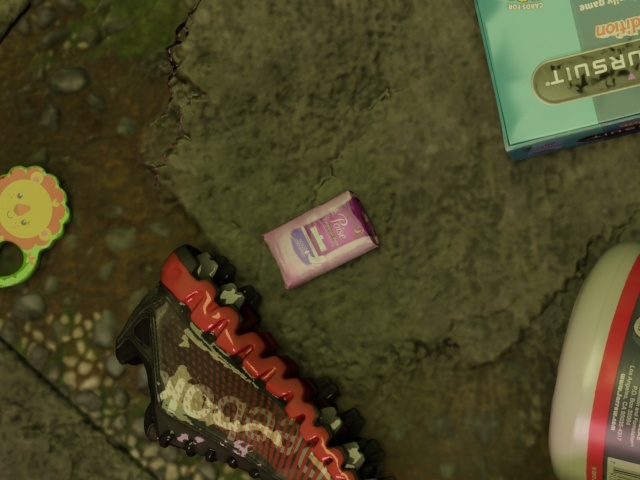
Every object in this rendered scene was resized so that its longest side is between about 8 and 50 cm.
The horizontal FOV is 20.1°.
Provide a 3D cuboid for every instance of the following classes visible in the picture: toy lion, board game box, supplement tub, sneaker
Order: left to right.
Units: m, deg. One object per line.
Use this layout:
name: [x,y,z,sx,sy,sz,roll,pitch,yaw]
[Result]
toy lion: [-0.252,-0.011,1.485,0.096,0.034,0.100,-3,86,3]
sneaker: [-0.057,0.139,1.401,0.135,0.097,0.276,-42,78,5]
board game box: [0.231,-0.254,1.383,0.254,0.079,0.336,-13,84,10]
supplement tub: [0.313,0.116,1.268,0.272,0.191,0.191,12,88,19]

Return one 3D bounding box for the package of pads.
package of pads: [0.000,0.000,1.433,0.083,0.032,0.050,-27,84,8]
